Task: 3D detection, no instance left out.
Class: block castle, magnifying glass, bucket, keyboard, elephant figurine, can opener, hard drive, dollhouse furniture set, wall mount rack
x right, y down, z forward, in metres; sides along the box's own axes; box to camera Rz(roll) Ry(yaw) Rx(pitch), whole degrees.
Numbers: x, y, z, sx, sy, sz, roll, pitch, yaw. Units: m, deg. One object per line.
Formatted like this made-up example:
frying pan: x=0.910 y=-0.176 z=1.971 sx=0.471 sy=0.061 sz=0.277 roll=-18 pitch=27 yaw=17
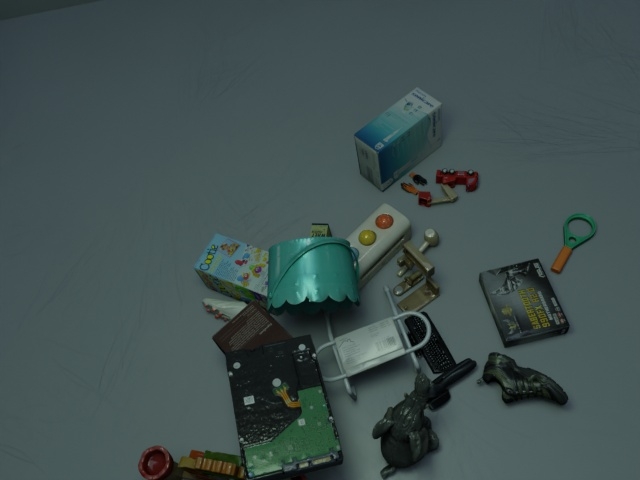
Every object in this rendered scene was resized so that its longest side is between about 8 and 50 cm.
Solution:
block castle: x=-0.259 y=0.689 z=1.432 sx=0.453 sy=0.213 sz=0.303 roll=3 pitch=58 yaw=14
magnifying glass: x=0.769 y=0.007 z=1.776 sx=0.092 sy=0.026 sz=0.231 roll=27 pitch=67 yaw=25
bucket: x=-0.023 y=0.105 z=1.646 sx=0.281 sy=0.281 sz=0.183 roll=-7 pitch=77 yaw=7
keyboard: x=0.306 y=0.295 z=1.676 sx=0.100 sy=0.038 sz=0.192 roll=-25 pitch=56 yaw=-5
elephant figurine: x=0.210 y=0.469 z=1.461 sx=0.169 sy=0.239 sz=0.186 roll=-12 pitch=56 yaw=3
can opener: x=0.353 y=0.386 z=1.607 sx=0.186 sy=0.073 sz=0.059 roll=-36 pitch=19 yaw=-16
hard drive: x=-0.097 y=0.413 z=1.443 sx=0.236 sy=0.064 sz=0.339 roll=-12 pitch=51 yaw=-9
dollhouse furniture set: x=0.264 y=0.116 z=1.727 sx=0.123 sy=0.151 sz=0.144 roll=-35 pitch=61 yaw=-10
wall mount rack: x=0.136 y=0.275 z=1.666 sx=0.350 sy=0.130 sz=0.304 roll=-22 pitch=60 yaw=4

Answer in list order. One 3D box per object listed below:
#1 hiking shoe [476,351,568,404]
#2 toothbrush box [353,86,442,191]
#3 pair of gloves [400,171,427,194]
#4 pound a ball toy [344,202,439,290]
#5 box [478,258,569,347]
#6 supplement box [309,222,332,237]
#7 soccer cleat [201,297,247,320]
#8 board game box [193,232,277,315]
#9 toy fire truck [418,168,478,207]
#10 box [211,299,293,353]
hiking shoe: x=0.539 y=0.396 z=1.551 sx=0.227 sy=0.086 sz=0.114 roll=25 pitch=79 yaw=30
toothbrush box: x=0.272 y=-0.345 z=1.985 sx=0.295 sy=0.216 sz=0.126 roll=-38 pitch=59 yaw=-13
pair of gloves: x=0.323 y=-0.196 z=2.003 sx=0.074 sy=0.010 sz=0.083 roll=35 pitch=67 yaw=29
pound a ball toy: x=0.196 y=0.020 z=1.816 sx=0.319 sy=0.136 sz=0.208 roll=-43 pitch=60 yaw=-15
box: x=0.586 y=0.179 z=1.683 sx=0.183 sy=0.056 sz=0.231 roll=-13 pitch=56 yaw=2
supplement box: x=0.000 y=0.000 z=1.898 sx=0.056 sy=0.083 sz=0.083 roll=1 pitch=59 yaw=13
soccer cleat: x=-0.280 y=0.218 z=1.830 sx=0.196 sy=0.068 sz=0.076 roll=20 pitch=59 yaw=14
board game box: x=-0.236 y=0.107 z=1.841 sx=0.275 sy=0.142 sz=0.144 roll=19 pitch=63 yaw=21
toy fire truck: x=0.430 y=-0.175 z=1.946 sx=0.192 sy=0.047 sz=0.135 roll=5 pitch=59 yaw=13
box: x=-0.173 y=0.319 z=1.677 sx=0.167 sy=0.168 sz=0.203 roll=-41 pitch=59 yaw=-16
